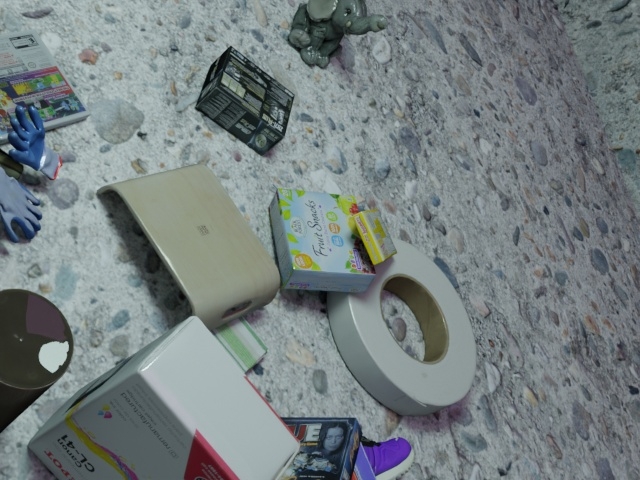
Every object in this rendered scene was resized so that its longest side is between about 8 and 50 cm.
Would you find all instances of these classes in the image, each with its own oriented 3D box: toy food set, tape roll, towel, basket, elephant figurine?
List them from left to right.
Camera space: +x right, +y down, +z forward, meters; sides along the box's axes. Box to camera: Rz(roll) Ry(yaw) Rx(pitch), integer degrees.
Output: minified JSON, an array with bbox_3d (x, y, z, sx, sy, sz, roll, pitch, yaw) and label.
[{"bbox_3d":[-0.415,0.161,1.062,0.154,0.227,0.204,46,38,-13],"label":"basket"},{"bbox_3d":[-0.229,0.007,1.504,0.220,0.092,0.306,-21,71,-51],"label":"toy food set"},{"bbox_3d":[-0.166,0.188,1.481,0.113,0.023,0.152,52,40,-1],"label":"towel"},{"bbox_3d":[0.048,-0.539,2.059,0.186,0.239,0.169,49,38,-9],"label":"elephant figurine"},{"bbox_3d":[0.177,0.178,1.811,0.392,0.072,0.392,27,46,-32],"label":"tape roll"}]

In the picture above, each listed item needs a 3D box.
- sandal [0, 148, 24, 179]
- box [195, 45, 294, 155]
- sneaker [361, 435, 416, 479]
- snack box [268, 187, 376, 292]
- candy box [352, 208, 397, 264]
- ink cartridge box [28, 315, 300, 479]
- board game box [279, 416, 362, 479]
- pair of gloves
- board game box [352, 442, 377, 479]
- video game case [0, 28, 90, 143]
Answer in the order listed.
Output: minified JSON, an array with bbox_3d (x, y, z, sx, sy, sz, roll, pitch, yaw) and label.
[{"bbox_3d":[-0.568,-0.142,1.227,0.303,0.086,0.120,32,4,-43],"label":"sandal"},{"bbox_3d":[-0.154,-0.292,1.795,0.180,0.077,0.147,34,42,-25],"label":"box"},{"bbox_3d":[0.053,0.377,1.506,0.293,0.102,0.146,-17,75,-51],"label":"sneaker"},{"bbox_3d":[0.000,0.000,1.694,0.175,0.070,0.207,5,48,-22],"label":"snack box"},{"bbox_3d":[0.111,-0.010,1.724,0.206,0.027,0.105,-15,83,-77],"label":"candy box"},{"bbox_3d":[-0.212,0.267,1.136,0.226,0.306,0.131,50,39,-7],"label":"ink cartridge box"},{"bbox_3d":[-0.071,0.343,1.295,0.165,0.243,0.042,-71,149,-47],"label":"board game box"},{"bbox_3d":[-0.444,-0.097,1.294,0.159,0.023,0.198,70,26,-62],"label":"pair of gloves"},{"bbox_3d":[0.014,0.477,1.345,0.214,0.046,0.317,-20,76,-14],"label":"board game box"},{"bbox_3d":[-0.510,-0.262,1.439,0.183,0.023,0.201,56,37,1],"label":"video game case"}]
